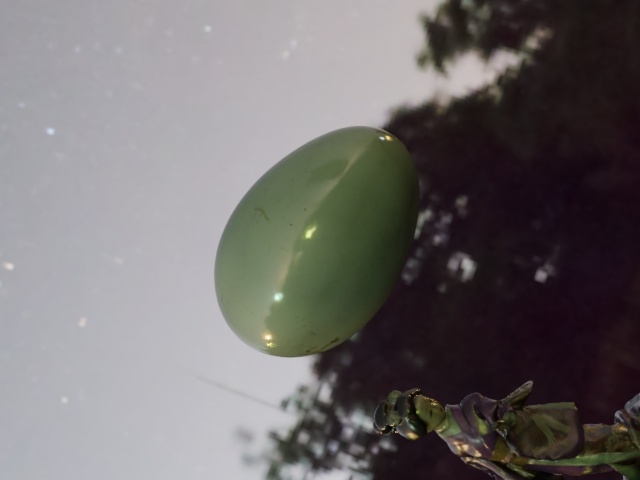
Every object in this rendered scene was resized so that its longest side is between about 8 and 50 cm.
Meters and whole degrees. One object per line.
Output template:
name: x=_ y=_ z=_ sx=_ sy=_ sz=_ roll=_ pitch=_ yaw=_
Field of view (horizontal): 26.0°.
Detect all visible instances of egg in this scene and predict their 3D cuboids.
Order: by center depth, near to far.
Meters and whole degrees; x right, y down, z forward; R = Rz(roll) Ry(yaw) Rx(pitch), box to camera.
egg: x=0.000 y=0.000 z=1.435 sx=0.264 sy=0.183 sz=0.183 roll=-54 pitch=-15 yaw=0

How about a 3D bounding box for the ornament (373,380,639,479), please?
ornament: x=0.139 y=0.133 z=0.951 sx=0.081 sy=0.203 sz=0.088 roll=122 pitch=155 yaw=-65
